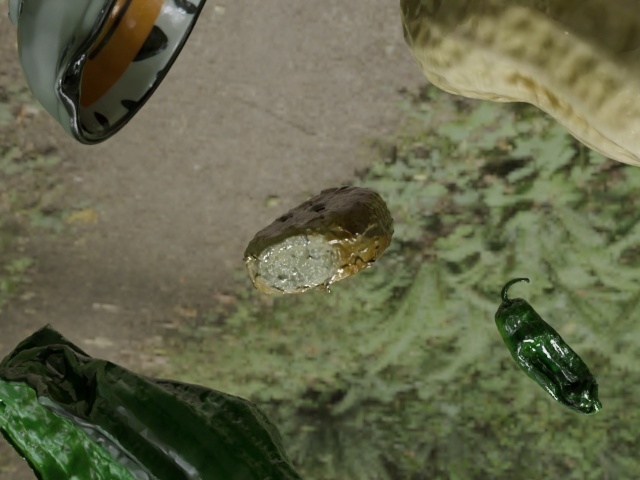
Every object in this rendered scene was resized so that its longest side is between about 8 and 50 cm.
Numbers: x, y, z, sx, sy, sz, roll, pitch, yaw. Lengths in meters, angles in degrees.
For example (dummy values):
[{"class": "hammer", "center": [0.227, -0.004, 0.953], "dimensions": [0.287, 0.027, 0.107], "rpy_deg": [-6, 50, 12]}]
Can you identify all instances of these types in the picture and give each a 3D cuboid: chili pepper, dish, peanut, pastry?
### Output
[{"class": "chili pepper", "center": [-0.131, 0.191, 0.880], "dimensions": [0.385, 0.167, 0.213], "rpy_deg": [38, 131, 14]}, {"class": "dish", "center": [-0.202, -0.234, 0.990], "dimensions": [0.120, 0.303, 0.303], "rpy_deg": [30, 161, 4]}, {"class": "peanut", "center": [0.188, -0.140, 0.764], "dimensions": [0.325, 0.140, 0.153], "rpy_deg": [24, 157, 42]}, {"class": "pastry", "center": [0.000, 0.000, 1.446], "dimensions": [0.218, 0.100, 0.229], "rpy_deg": [-30, -163, -31]}, {"class": "chili pepper", "center": [0.368, 0.182, 1.736], "dimensions": [0.100, 0.074, 0.257], "rpy_deg": [-38, 99, 30]}]
